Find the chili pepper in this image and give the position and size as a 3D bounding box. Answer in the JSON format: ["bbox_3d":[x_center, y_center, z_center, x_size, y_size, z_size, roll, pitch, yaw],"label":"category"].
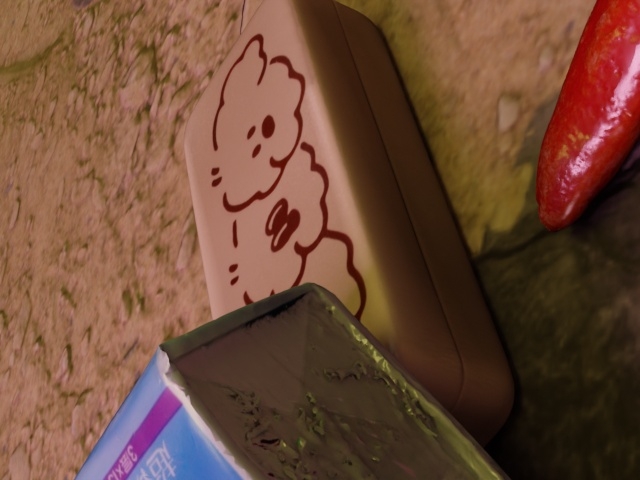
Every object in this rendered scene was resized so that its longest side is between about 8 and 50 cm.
[{"bbox_3d":[0.160,-0.116,0.522,0.272,0.063,0.071,-56,20,30],"label":"chili pepper"}]

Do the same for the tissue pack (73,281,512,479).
[{"bbox_3d":[-0.034,0.182,0.523,0.198,0.146,0.263,45,118,17],"label":"tissue pack"}]

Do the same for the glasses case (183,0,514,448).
[{"bbox_3d":[0.000,0.000,0.709,0.144,0.076,0.336,-53,33,30],"label":"glasses case"}]
